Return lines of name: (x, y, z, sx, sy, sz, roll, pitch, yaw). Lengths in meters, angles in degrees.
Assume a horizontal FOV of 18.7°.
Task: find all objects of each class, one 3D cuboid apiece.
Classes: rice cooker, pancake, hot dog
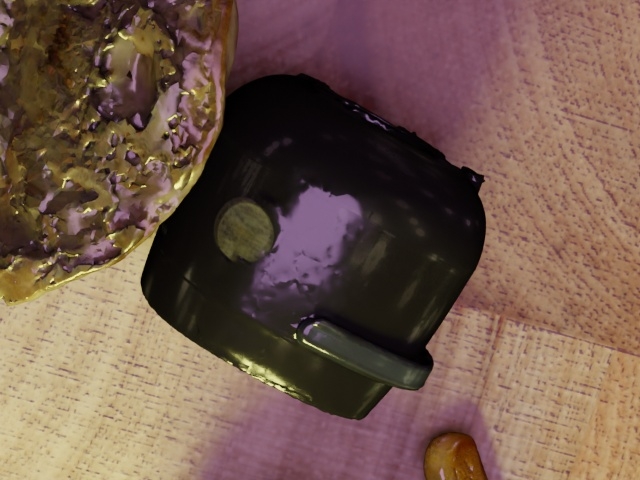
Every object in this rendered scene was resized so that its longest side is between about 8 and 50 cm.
rice cooker: (0.000, 0.000, 1.570, 0.267, 0.267, 0.224, 29, 96, -12)
pancake: (-0.248, -0.137, 1.539, 0.382, 0.071, 0.382, 0, 89, 17)
hot dog: (0.135, 0.274, 1.748, 0.066, 0.047, 0.216, -32, 109, -36)
